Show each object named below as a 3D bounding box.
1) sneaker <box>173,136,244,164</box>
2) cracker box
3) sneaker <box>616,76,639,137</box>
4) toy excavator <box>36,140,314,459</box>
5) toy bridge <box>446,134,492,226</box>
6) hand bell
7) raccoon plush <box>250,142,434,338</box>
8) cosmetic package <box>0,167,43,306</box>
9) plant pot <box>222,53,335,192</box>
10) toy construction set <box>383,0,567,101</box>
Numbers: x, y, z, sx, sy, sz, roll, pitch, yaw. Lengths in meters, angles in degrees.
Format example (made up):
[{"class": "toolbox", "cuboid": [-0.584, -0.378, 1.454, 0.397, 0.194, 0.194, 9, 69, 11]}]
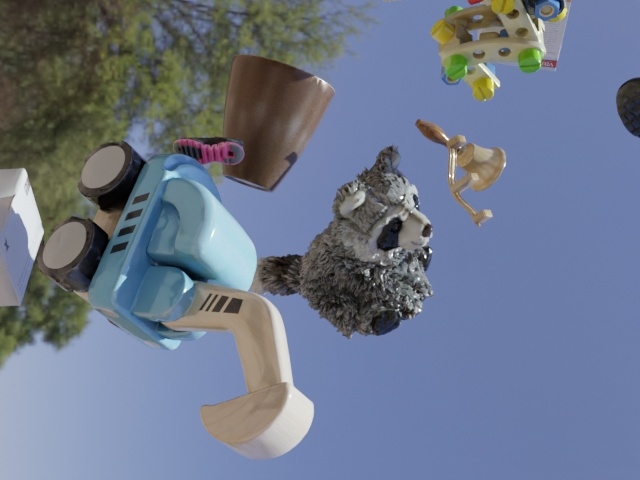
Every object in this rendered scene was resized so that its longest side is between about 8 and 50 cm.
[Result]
[{"class": "sneaker", "cuboid": [-0.181, -0.153, 1.399, 0.057, 0.119, 0.047, -80, 175, -57]}, {"class": "cracker box", "cuboid": [0.369, -0.414, 1.546, 0.232, 0.155, 0.067, 80, 23, -61]}, {"class": "sneaker", "cuboid": [0.591, -0.237, 1.423, 0.107, 0.283, 0.124, -40, -133, 48]}, {"class": "toy excavator", "cuboid": [-0.181, 0.069, 1.227, 0.444, 0.222, 0.433, 1, -120, 30]}, {"class": "toy bridge", "cuboid": [0.284, -0.112, 1.679, 0.063, 0.026, 0.188, -37, -119, 46]}, {"class": "hand bell", "cuboid": [0.326, -0.231, 2.087, 0.126, 0.242, 0.126, -43, -149, 34]}, {"class": "raccoon plush", "cuboid": [0.000, 0.000, 1.493, 0.216, 0.446, 0.299, -65, 142, -47]}, {"class": "cosmetic package", "cuboid": [-0.692, 0.001, 1.439, 0.217, 0.384, 0.156, -93, -178, -52]}, {"class": "plant pot", "cuboid": [-0.107, -0.220, 1.689, 0.215, 0.215, 0.231, 12, -96, 63]}, {"class": "toy construction set", "cuboid": [0.192, -0.316, 1.082, 0.214, 0.327, 0.151, -13, -114, 29]}]
